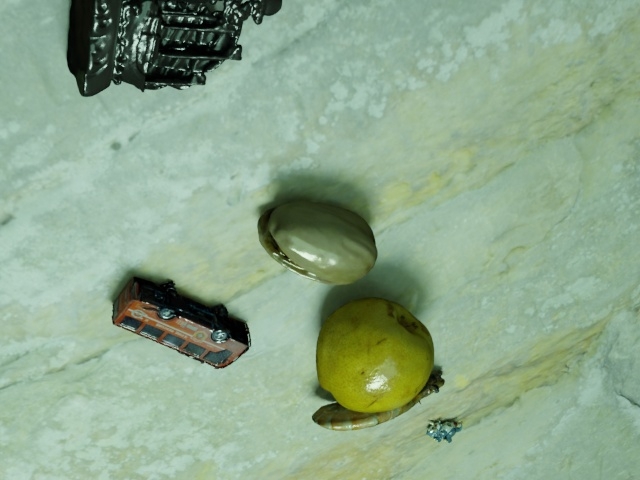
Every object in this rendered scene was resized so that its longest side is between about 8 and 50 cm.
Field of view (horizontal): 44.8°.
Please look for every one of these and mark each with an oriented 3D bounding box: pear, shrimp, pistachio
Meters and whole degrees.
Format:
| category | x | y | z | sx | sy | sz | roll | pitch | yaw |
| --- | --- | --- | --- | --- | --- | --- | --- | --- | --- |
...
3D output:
| category | x | y | z | sx | sy | sz | roll | pitch | yaw |
| --- | --- | --- | --- | --- | --- | --- | --- | --- | --- |
| pear | 0.088 | 0.205 | 1.363 | 0.208 | 0.209 | 0.209 | -8 | 125 | -12 |
| shrimp | 0.110 | 0.306 | 1.499 | 0.295 | 0.169 | 0.058 | -14 | 97 | -41 |
| pistachio | 0.000 | 0.000 | 1.248 | 0.206 | 0.132 | 0.129 | 21 | 156 | -24 |

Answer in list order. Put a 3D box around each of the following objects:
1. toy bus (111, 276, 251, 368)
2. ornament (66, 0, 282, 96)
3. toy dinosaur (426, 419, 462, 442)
| category | x | y | z | sx | sy | sz | roll | pitch | yaw |
| --- | --- | --- | --- | --- | --- | --- | --- | --- | --- |
| toy bus | -0.229 | 0.141 | 1.304 | 0.234 | 0.074 | 0.096 | 31 | 119 | -31 |
| ornament | -0.186 | -0.296 | 1.014 | 0.260 | 0.106 | 0.251 | 0 | 130 | -28 |
| toy dinosaur | 0.263 | 0.403 | 1.649 | 0.083 | 0.031 | 0.047 | 10 | 121 | -23 |
